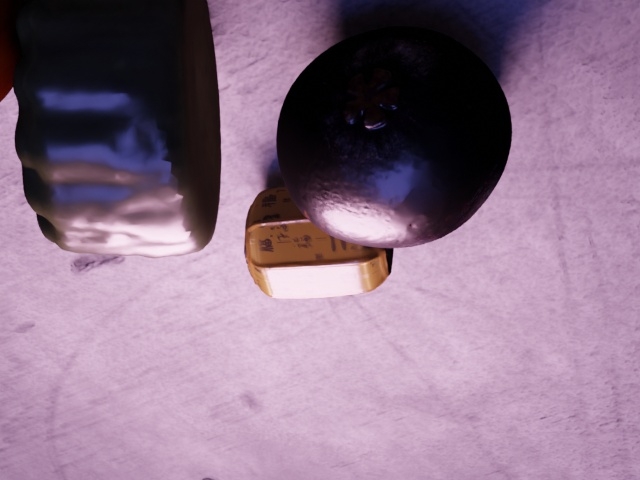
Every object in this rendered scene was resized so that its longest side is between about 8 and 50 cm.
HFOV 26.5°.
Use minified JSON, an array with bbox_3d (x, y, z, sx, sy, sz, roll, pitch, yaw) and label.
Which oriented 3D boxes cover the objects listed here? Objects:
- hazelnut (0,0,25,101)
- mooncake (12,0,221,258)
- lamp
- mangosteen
[{"bbox_3d":[-0.470,-0.263,1.409,0.366,0.365,0.365,3,137,2],"label":"hazelnut"},{"bbox_3d":[-0.222,-0.155,1.497,0.194,0.356,0.356,-4,136,3],"label":"mooncake"},{"bbox_3d":[0.000,0.000,1.788,0.185,0.161,0.161,-2,136,10],"label":"lamp"},{"bbox_3d":[0.094,-0.108,1.611,0.275,0.275,0.302,-8,162,13],"label":"mangosteen"}]
